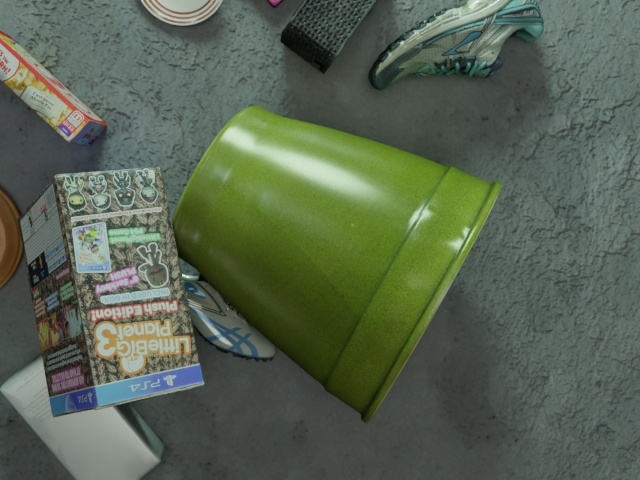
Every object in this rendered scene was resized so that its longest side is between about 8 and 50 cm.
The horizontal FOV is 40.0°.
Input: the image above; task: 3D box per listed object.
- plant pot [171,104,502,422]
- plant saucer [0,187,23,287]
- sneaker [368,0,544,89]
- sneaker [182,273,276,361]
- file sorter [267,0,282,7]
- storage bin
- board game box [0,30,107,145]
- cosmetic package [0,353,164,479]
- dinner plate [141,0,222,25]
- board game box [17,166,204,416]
[{"bbox_3d":[0.000,0.000,1.199,0.353,0.366,0.366,29,91,6],"label":"plant pot"},{"bbox_3d":[-0.534,-0.003,1.276,0.200,0.037,0.200,-2,97,-13],"label":"plant saucer"},{"bbox_3d":[0.206,-0.285,1.294,0.283,0.110,0.122,-31,99,-2],"label":"sneaker"},{"bbox_3d":[-0.160,0.099,1.302,0.237,0.085,0.086,34,95,-7],"label":"sneaker"},{"bbox_3d":[-0.030,-0.515,1.222,0.291,0.182,0.202,-45,95,0],"label":"file sorter"},{"bbox_3d":[0.028,-0.341,1.267,0.084,0.122,0.180,35,91,-6],"label":"storage bin"},{"bbox_3d":[-0.396,-0.215,1.233,0.193,0.147,0.045,43,90,-7],"label":"board game box"},{"bbox_3d":[-0.348,0.264,1.301,0.117,0.085,0.231,-37,98,-2],"label":"cosmetic package"},{"bbox_3d":[-0.203,-0.387,1.289,0.141,0.017,0.141,1,104,4],"label":"dinner plate"},{"bbox_3d":[-0.288,0.074,1.175,0.141,0.232,0.291,-8,82,-31],"label":"board game box"}]
